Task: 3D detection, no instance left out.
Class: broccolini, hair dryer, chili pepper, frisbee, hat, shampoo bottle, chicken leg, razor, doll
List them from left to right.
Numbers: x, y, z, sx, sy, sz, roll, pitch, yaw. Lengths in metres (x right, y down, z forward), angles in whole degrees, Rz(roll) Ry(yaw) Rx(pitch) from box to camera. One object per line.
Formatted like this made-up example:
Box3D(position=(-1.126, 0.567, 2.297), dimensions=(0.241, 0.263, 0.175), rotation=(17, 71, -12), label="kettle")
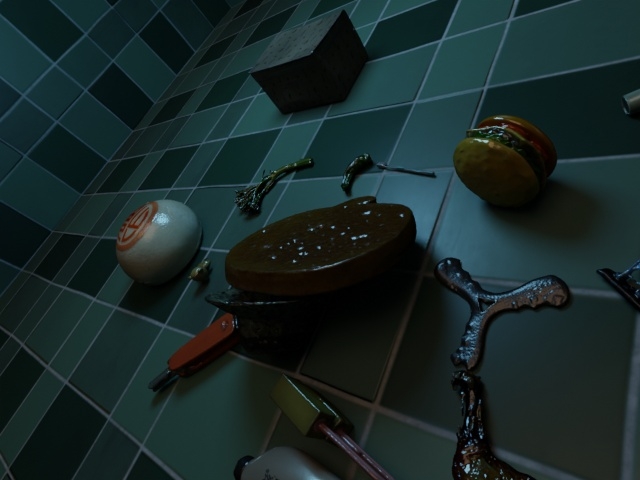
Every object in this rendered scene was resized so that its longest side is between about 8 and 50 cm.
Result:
Box3D(position=(-0.331, 0.077, 1.108), dimensions=(0.061, 0.051, 0.093), rotation=(-42, 38, 13), label="doll")
Box3D(position=(-0.138, -0.161, 1.159), dimensions=(0.272, 0.062, 0.123), rotation=(-26, 53, 15), label="broccolini")
Box3D(position=(-0.092, 0.154, 0.775), dimensions=(0.266, 0.266, 0.128), rotation=(-7, 89, 36), label="hat")
Box3D(position=(-0.034, 0.379, 0.582), dimensions=(0.257, 0.078, 0.127), rotation=(0, 60, 42), label="shampoo bottle")
Box3D(position=(0.078, -0.173, 1.000), dimensions=(0.118, 0.035, 0.055), rotation=(-50, 23, -13), label="chili pepper")
Box3D(position=(0.255, 0.114, 0.623), dimensions=(0.211, 0.012, 0.187), rotation=(7, 61, 41), label="frisbee")
Box3D(position=(0.214, 0.278, 0.489), dimensions=(0.106, 0.051, 0.253), rotation=(-30, 41, 7), label="chicken leg")
Box3D(position=(0.545, -0.201, 0.647), dimensions=(0.063, 0.038, 0.124), rotation=(-20, 53, 27), label="hair dryer")
Box3D(position=(0.497, -0.001, 0.503), dimensions=(0.253, 0.042, 0.082), rotation=(-32, 40, 13), label="razor")

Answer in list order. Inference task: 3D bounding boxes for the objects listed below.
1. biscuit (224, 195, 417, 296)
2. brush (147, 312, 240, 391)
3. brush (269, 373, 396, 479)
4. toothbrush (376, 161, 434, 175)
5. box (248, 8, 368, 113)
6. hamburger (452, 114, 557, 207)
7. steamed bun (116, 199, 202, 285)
Box3D(position=(0.003, 0.008, 0.801), dimensions=(0.394, 0.070, 0.350), rotation=(3, 29, 47), label="biscuit")
Box3D(position=(-0.270, 0.247, 0.910), dimensions=(0.323, 0.051, 0.070), rotation=(-38, 43, 7), label="brush")
Box3D(position=(0.025, 0.291, 0.593), dimensions=(0.233, 0.103, 0.047), rotation=(26, 77, 47), label="brush")
Box3D(position=(0.192, -0.165, 0.917), dimensions=(0.167, 0.011, 0.014), rotation=(22, 66, 48), label="toothbrush")
Box3D(position=(-0.038, -0.580, 1.329), dimensions=(0.297, 0.190, 0.225), rotation=(6, 60, 41), label="box")
Box3D(position=(0.310, -0.135, 0.684), dimensions=(0.115, 0.162, 0.162), rotation=(-49, 40, -10), label="hamburger")
Box3D(position=(-0.513, -0.010, 1.234), dimensions=(0.283, 0.177, 0.282), rotation=(-23, 45, 24), label="steamed bun")
